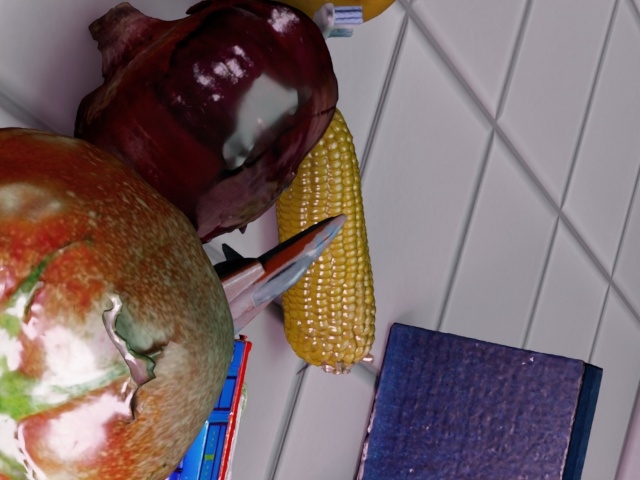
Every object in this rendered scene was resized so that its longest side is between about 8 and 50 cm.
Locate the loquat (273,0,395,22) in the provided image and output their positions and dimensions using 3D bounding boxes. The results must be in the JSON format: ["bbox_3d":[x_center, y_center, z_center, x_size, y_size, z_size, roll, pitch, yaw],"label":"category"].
[{"bbox_3d":[-0.002,-0.291,1.731,0.208,0.208,0.208,-41,136,-55],"label":"loquat"}]

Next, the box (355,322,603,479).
[{"bbox_3d":[0.193,0.265,2.358,0.116,0.261,0.279,24,78,-68],"label":"box"}]

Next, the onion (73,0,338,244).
[{"bbox_3d":[-0.112,-0.111,1.592,0.252,0.219,0.252,-45,-176,4],"label":"onion"}]

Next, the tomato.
[{"bbox_3d":[-0.216,0.060,1.369,0.239,0.303,0.303,-67,159,-63],"label":"tomato"}]

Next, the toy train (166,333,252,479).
[{"bbox_3d":[-0.132,0.184,1.816,0.131,0.083,0.204,13,87,-67],"label":"toy train"}]

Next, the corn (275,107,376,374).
[{"bbox_3d":[0.000,0.000,2.011,0.106,0.106,0.305,-46,136,-51],"label":"corn"}]

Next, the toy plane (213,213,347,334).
[{"bbox_3d":[-0.113,0.065,1.684,0.326,0.104,0.223,-41,137,-18],"label":"toy plane"}]

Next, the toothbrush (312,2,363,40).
[{"bbox_3d":[-0.016,-0.168,1.769,0.386,0.040,0.040,144,-38,-77],"label":"toothbrush"}]
